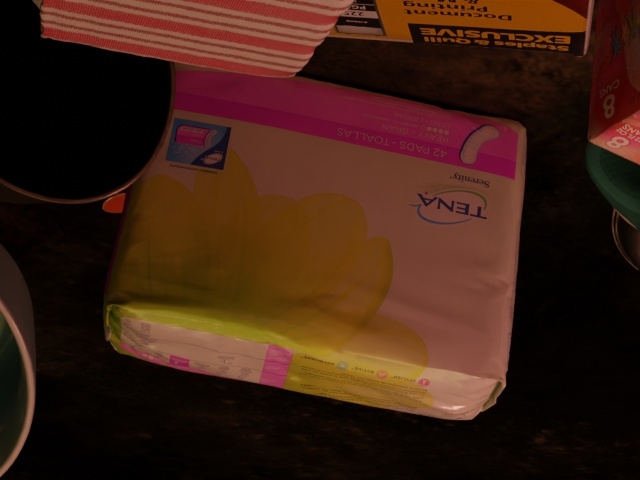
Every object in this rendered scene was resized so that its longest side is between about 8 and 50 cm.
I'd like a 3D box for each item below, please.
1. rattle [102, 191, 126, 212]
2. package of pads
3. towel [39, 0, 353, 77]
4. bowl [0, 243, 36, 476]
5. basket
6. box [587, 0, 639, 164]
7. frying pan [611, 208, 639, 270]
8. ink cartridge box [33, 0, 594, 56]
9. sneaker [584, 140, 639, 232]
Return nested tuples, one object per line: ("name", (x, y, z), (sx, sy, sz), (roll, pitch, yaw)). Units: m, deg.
("rattle", (-0.072, -0.019, 1.274), (0.199, 0.143, 0.130), (18, 124, 17))
("package of pads", (0.000, 0.000, 1.062), (0.296, 0.229, 0.101), (11, 154, -4))
("towel", (-0.063, -0.123, 0.695), (0.144, 0.029, 0.197), (10, 170, -10))
("bowl", (-0.397, 0.086, 1.362), (0.311, 0.163, 0.312), (4, 114, 8))
("basket", (-0.196, -0.103, 0.969), (0.154, 0.204, 0.227), (-24, 178, -16))
("box", (0.326, -0.092, 0.865), (0.300, 0.142, 0.154), (21, 153, -23))
("frying pan", (0.372, 0.016, 1.136), (0.326, 0.053, 0.197), (32, 132, -31))
("ink cartridge box", (-0.008, -0.186, 0.743), (0.309, 0.130, 0.272), (6, 168, 10))
("sneaker", (0.281, -0.006, 0.969), (0.110, 0.275, 0.107), (6, 121, -48))
